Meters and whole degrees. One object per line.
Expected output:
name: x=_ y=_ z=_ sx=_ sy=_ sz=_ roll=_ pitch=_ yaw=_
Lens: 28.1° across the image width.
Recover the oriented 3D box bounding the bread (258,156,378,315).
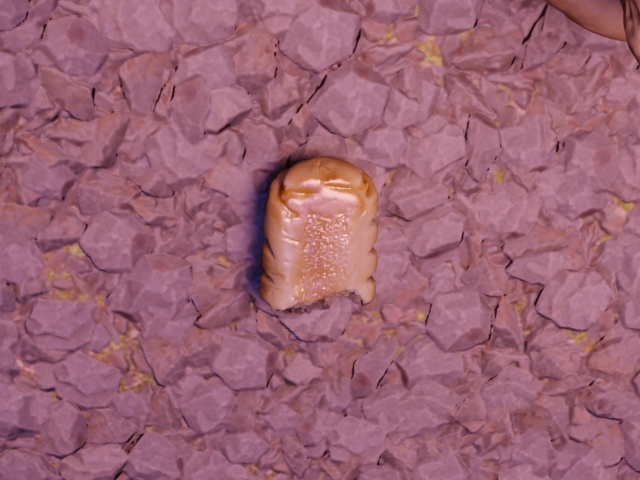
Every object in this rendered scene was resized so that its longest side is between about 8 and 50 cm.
bread: x=0.000 y=0.000 z=1.277 sx=0.119 sy=0.084 sz=0.177 roll=1 pitch=111 yaw=-8

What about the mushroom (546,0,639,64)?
mushroom: x=0.313 y=-0.308 z=1.046 sx=0.325 sy=0.353 sz=0.353 roll=-31 pitch=112 yaw=-2
